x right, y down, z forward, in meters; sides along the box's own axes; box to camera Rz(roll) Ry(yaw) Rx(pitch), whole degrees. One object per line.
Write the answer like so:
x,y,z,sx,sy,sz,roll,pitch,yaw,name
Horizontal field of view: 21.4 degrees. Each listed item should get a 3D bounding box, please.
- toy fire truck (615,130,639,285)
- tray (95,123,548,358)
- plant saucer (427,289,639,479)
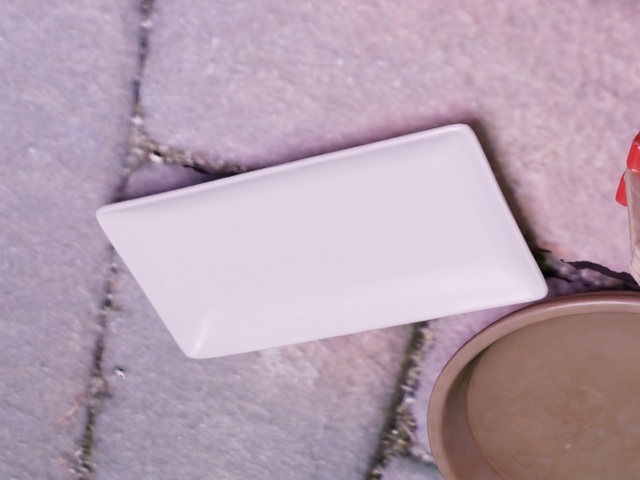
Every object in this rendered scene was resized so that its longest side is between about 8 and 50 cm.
0.220,0.014,0.927,0.135,0.192,0.047,19,133,9,toy fire truck
0.000,0.000,1.098,0.270,0.030,0.145,-12,128,25,tray
0.211,0.130,1.148,0.278,0.041,0.278,8,133,8,plant saucer
